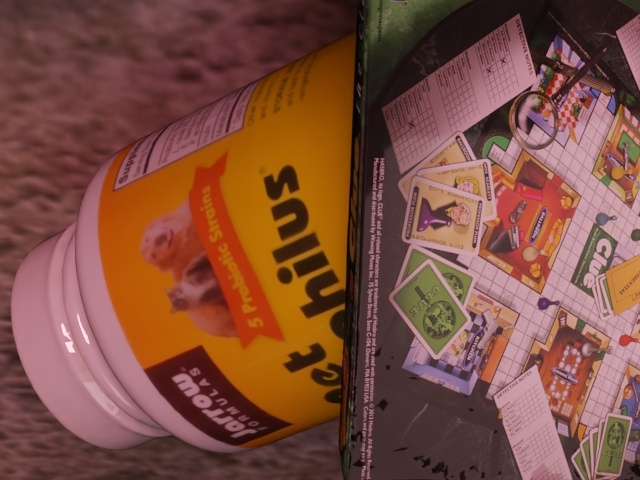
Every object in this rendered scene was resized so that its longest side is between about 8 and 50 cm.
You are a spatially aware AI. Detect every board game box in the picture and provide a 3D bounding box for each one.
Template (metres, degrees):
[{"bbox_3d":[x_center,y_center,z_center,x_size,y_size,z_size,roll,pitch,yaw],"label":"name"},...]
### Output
[{"bbox_3d":[0.077,-0.053,0.531,0.136,0.030,0.259,2,111,-3],"label":"board game box"}]

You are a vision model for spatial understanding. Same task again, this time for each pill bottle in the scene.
[{"bbox_3d":[0.000,0.000,0.659,0.215,0.117,0.117,-24,142,30],"label":"pill bottle"}]
